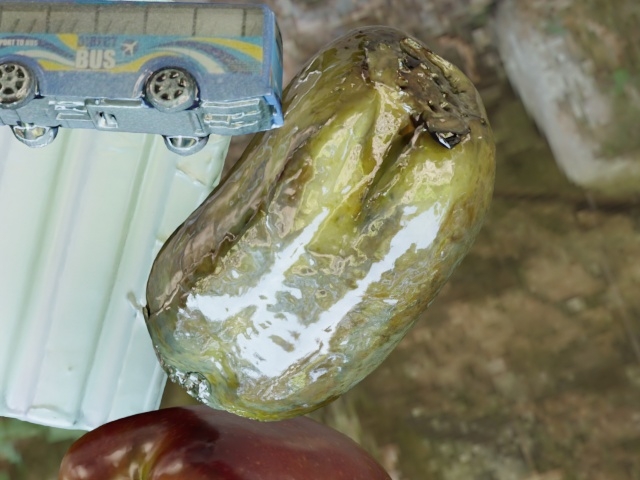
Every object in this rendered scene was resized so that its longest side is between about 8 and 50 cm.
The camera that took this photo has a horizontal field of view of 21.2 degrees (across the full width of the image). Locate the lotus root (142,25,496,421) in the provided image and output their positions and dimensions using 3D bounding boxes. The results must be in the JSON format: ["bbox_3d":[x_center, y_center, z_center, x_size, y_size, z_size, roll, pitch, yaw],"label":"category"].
[{"bbox_3d":[0.000,0.000,1.041,0.152,0.160,0.275,34,123,-14],"label":"lotus root"}]

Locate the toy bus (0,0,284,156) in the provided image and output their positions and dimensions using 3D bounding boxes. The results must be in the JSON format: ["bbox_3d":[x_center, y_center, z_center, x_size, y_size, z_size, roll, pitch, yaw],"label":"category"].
[{"bbox_3d":[-0.092,-0.074,0.741,0.153,0.061,0.051,3,163,6],"label":"toy bus"}]

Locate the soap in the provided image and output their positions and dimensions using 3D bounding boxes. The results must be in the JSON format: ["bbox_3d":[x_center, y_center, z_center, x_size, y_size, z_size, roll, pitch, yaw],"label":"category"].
[{"bbox_3d":[-0.228,-0.060,1.515,0.261,0.156,0.446,12,110,-12],"label":"soap"}]

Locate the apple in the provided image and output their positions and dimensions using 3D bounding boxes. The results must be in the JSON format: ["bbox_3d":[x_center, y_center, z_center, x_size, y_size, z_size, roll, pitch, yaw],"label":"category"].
[{"bbox_3d":[-0.069,0.266,1.327,0.288,0.288,0.317,-26,148,19],"label":"apple"}]
